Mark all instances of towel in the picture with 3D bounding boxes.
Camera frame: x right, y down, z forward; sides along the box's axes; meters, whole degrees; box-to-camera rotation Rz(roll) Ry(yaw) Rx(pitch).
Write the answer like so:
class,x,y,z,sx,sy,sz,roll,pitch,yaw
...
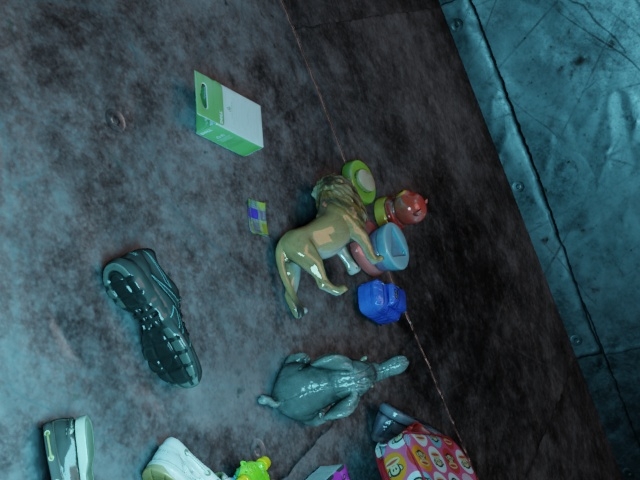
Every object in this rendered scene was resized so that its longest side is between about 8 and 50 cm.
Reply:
class,x,y,z,sx,sy,sz,roll,pitch,yaw
towel,-0.139,-0.051,1.762,0.060,0.009,0.083,17,61,-52

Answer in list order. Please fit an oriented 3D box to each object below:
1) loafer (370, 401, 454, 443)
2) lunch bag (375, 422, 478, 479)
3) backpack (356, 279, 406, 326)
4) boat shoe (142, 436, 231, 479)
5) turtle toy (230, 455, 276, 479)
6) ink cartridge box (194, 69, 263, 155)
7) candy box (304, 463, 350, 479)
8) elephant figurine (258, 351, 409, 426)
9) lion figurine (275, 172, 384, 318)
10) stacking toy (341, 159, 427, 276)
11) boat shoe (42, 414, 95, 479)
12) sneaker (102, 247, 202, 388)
class,x,y,z,sx,sy,sz,roll,pitch,yaw
loafer,0.227,0.491,1.982,0.302,0.109,0.095,35,84,-41
lunch bag,0.253,0.536,1.804,0.293,0.120,0.258,26,32,-50
backpack,0.155,0.148,2.023,0.120,0.101,0.098,28,45,-43
boat shoe,-0.183,0.442,1.364,0.277,0.098,0.096,53,37,-25
turtle toy,-0.126,0.468,1.466,0.095,0.066,0.130,-27,98,-58
ink cartridge box,-0.215,-0.271,1.708,0.209,0.062,0.108,22,57,-50
candy box,-0.006,0.572,1.591,0.233,0.071,0.159,-23,94,-57
elephant figurine,0.032,0.289,1.632,0.169,0.239,0.186,52,37,-29
lion figurine,0.000,0.000,1.831,0.240,0.142,0.392,59,38,-6
stacking toy,0.170,-0.078,2.130,0.279,0.130,0.309,54,36,-27
boat shoe,-0.365,0.374,1.156,0.081,0.069,0.227,111,-27,-77
sneaker,-0.271,0.133,1.387,0.267,0.101,0.106,64,31,-12
